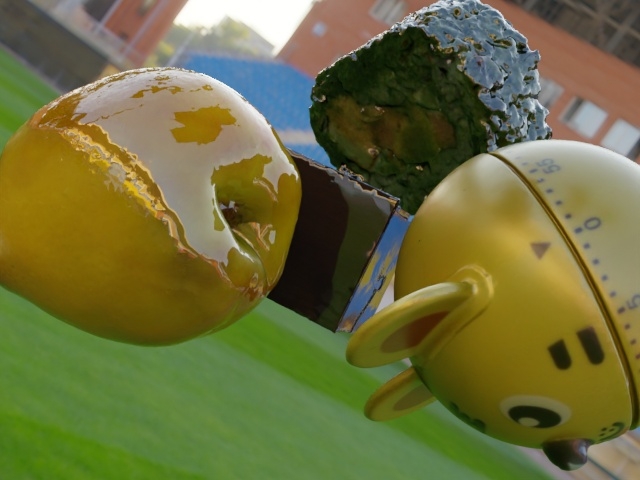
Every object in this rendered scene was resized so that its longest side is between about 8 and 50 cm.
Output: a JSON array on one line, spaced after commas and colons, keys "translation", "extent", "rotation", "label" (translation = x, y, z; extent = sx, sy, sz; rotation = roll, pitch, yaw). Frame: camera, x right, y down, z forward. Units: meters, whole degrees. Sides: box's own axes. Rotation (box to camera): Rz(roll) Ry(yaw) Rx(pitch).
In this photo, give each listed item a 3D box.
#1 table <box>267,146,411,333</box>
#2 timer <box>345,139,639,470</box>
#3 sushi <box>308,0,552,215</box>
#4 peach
[{"translation": [0.000, 0.000, 1.463], "extent": [0.169, 0.172, 0.193], "rotation": [26, 0, 14], "label": "table"}, {"translation": [0.211, 0.081, 1.326], "extent": [0.376, 0.387, 0.376], "rotation": [61, -6, 12], "label": "timer"}, {"translation": [0.166, -0.187, 1.825], "extent": [0.352, 0.178, 0.294], "rotation": [-19, -79, 51], "label": "sushi"}, {"translation": [-0.189, -0.038, 1.268], "extent": [0.308, 0.289, 0.289], "rotation": [5, -18, 32], "label": "peach"}]
